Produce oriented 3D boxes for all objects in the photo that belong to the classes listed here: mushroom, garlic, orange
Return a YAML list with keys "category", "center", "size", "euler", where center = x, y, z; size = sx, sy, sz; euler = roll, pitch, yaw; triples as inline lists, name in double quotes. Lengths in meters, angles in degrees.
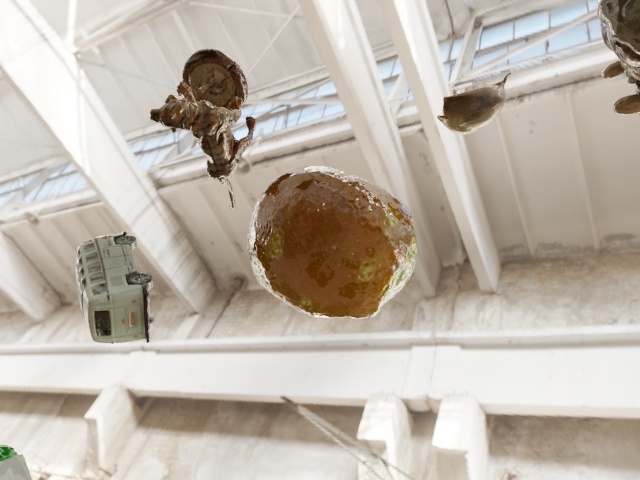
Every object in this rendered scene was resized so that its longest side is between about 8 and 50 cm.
- category: "mushroom"
  center: [-0.187, -0.284, 0.940]
  size: [0.123, 0.052, 0.123]
  euler: [2, -50, 2]
- category: "garlic"
  center: [0.295, -0.250, 0.982]
  size: [0.152, 0.066, 0.084]
  euler: [-17, -83, 14]
- category: "orange"
  center: [-0.006, -0.002, 0.650]
  size: [0.158, 0.179, 0.237]
  euler: [19, 6, -33]

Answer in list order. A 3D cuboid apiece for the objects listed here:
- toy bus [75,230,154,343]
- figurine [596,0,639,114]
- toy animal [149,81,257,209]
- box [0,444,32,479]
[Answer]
- category: "toy bus"
  center: [-0.285, 0.059, 0.718]
  size: [0.089, 0.194, 0.087]
  euler: [-8, -59, -26]
- category: "figurine"
  center: [0.586, -0.331, 0.878]
  size: [0.203, 0.248, 0.380]
  euler: [-17, -36, 23]
- category: "toy animal"
  center: [-0.160, -0.135, 0.839]
  size: [0.114, 0.116, 0.255]
  euler: [-3, -42, 11]
- category: "box"
  center: [-0.245, 0.225, 0.266]
  size: [0.103, 0.250, 0.180]
  euler: [-29, -102, 6]
